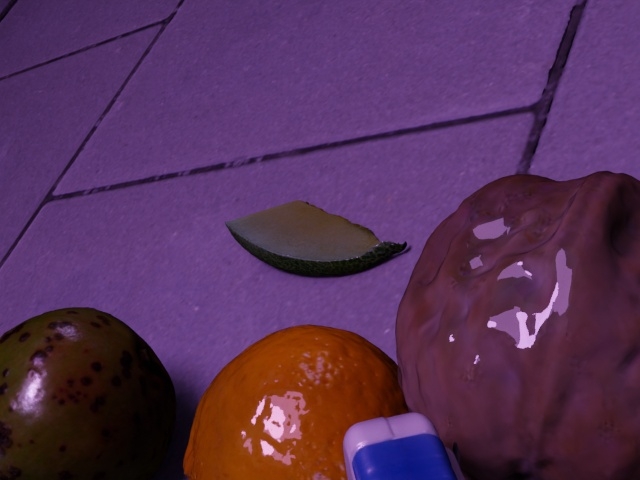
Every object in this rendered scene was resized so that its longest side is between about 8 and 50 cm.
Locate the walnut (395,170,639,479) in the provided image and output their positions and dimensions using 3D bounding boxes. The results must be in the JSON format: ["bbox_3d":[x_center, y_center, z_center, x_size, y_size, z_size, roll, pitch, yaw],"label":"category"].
[{"bbox_3d":[0.184,0.069,0.697,0.273,0.227,0.273,-28,30,18],"label":"walnut"}]

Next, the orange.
[{"bbox_3d":[-0.010,0.175,0.781,0.193,0.219,0.219,-5,22,-26],"label":"orange"}]

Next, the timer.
[{"bbox_3d":[0.075,0.244,0.596,0.078,0.253,0.178,-11,36,-6],"label":"timer"}]

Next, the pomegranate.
[{"bbox_3d":[-0.279,0.210,1.016,0.286,0.231,0.231,-56,35,-4],"label":"pomegranate"}]

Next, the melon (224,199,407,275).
[{"bbox_3d":[0.000,-0.001,1.144,0.114,0.053,0.262,-39,32,-31],"label":"melon"}]
